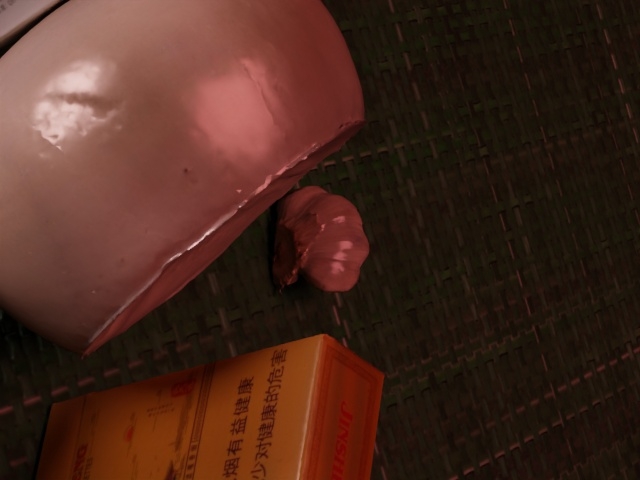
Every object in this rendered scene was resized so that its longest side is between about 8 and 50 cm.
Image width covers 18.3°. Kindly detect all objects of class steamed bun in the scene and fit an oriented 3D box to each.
[{"bbox_3d":[-0.131,-0.079,1.445,0.206,0.324,0.324,49,38,2],"label":"steamed bun"}]

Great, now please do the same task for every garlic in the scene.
[{"bbox_3d":[0.005,-0.001,1.795,0.094,0.074,0.113,6,56,-42],"label":"garlic"}]

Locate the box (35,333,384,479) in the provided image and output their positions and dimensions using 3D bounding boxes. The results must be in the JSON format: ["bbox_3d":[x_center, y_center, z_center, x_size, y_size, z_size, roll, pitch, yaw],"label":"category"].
[{"bbox_3d":[-0.091,0.181,1.422,0.076,0.274,0.174,39,48,-38],"label":"box"}]

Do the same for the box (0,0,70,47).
[{"bbox_3d":[-0.190,-0.217,1.452,0.079,0.269,0.135,57,38,-7],"label":"box"}]
